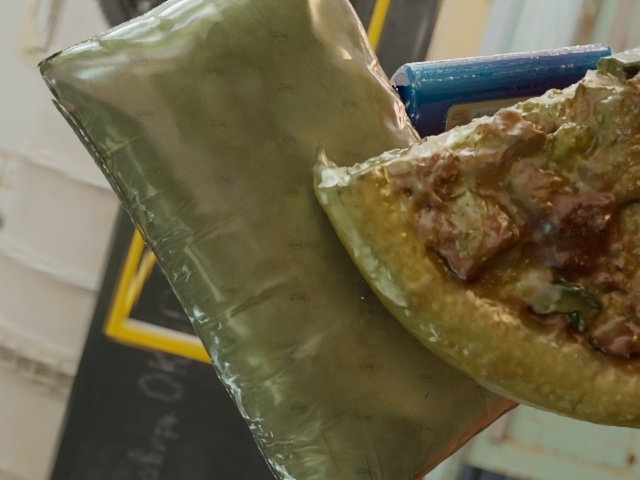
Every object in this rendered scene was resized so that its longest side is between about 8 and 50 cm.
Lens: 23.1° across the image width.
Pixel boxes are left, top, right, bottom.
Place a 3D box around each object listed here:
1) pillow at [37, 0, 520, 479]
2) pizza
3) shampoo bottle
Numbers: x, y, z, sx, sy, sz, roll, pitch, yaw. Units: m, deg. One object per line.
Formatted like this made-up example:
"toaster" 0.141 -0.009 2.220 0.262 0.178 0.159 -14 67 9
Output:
"pillow" 0.000 0.000 0.823 0.185 0.302 0.075 -33 10 -28
"pizza" 0.141 -0.007 0.780 0.197 0.292 0.058 -64 10 0
"shampoo bottle" 0.106 -0.090 1.057 0.087 0.183 0.050 106 151 -55
